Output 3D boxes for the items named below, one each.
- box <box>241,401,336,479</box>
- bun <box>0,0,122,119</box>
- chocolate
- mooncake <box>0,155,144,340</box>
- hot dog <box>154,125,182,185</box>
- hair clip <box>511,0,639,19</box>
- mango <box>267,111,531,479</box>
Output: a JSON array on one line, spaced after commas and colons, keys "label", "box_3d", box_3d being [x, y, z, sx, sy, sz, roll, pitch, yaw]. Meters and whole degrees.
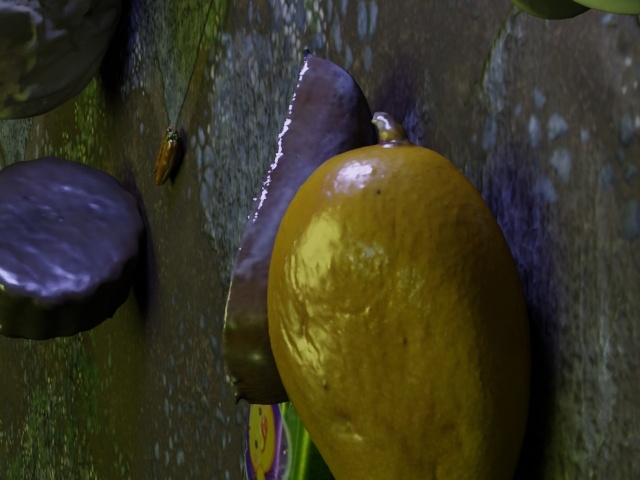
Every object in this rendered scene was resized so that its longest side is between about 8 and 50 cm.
[{"label": "box", "box_3d": [-0.025, 0.258, 1.350, 0.134, 0.097, 0.346, -134, 47, -61]}, {"label": "bun", "box_3d": [-0.342, -0.318, 1.945, 0.361, 0.213, 0.361, -161, 90, -88]}, {"label": "chocolate", "box_3d": [0.001, -0.001, 1.220, 0.161, 0.083, 0.261, 73, -150, -62]}, {"label": "mooncake", "box_3d": [-0.323, 0.017, 1.907, 0.124, 0.228, 0.228, 102, 155, -48]}, {"label": "hot dog", "box_3d": [-0.167, -0.093, 1.776, 0.083, 0.021, 0.037, 119, 153, -52]}, {"label": "hair clip", "box_3d": [0.126, -0.244, 0.902, 0.113, 0.172, 0.282, 144, 112, -72]}, {"label": "mango", "box_3d": [0.053, 0.073, 1.077, 0.119, 0.176, 0.317, -12, -88, -71]}]
